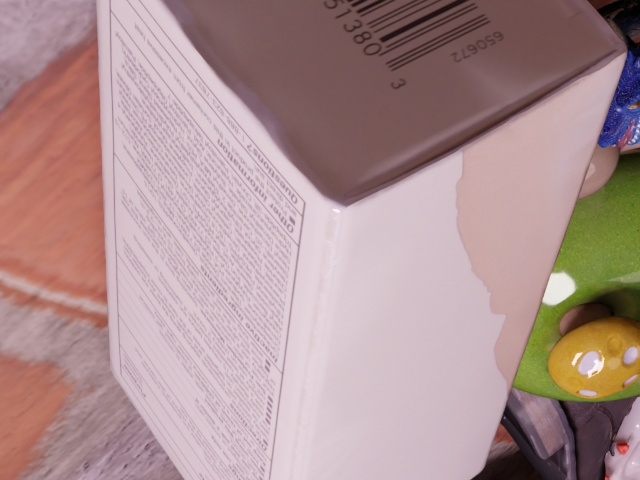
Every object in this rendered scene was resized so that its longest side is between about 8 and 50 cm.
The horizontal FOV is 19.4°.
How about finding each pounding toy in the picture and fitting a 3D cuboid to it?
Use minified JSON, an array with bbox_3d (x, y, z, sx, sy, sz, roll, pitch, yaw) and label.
[{"bbox_3d":[0.170,0.033,0.984,0.183,0.110,0.237,-4,139,-13],"label":"pounding toy"}]

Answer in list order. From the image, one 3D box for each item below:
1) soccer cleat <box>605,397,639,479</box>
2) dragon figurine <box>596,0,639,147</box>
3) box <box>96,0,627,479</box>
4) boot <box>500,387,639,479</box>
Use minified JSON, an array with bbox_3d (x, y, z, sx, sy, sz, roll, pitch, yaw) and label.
[{"bbox_3d":[0.240,0.102,1.349,0.068,0.076,0.196,35,91,-23],"label":"soccer cleat"},{"bbox_3d":[0.220,-0.146,0.848,0.289,0.085,0.144,-46,155,18],"label":"dragon figurine"},{"bbox_3d":[0.000,0.000,0.725,0.121,0.148,0.311,-29,156,-21],"label":"box"},{"bbox_3d":[0.220,0.063,1.206,0.229,0.091,0.263,-37,154,-2],"label":"boot"}]
